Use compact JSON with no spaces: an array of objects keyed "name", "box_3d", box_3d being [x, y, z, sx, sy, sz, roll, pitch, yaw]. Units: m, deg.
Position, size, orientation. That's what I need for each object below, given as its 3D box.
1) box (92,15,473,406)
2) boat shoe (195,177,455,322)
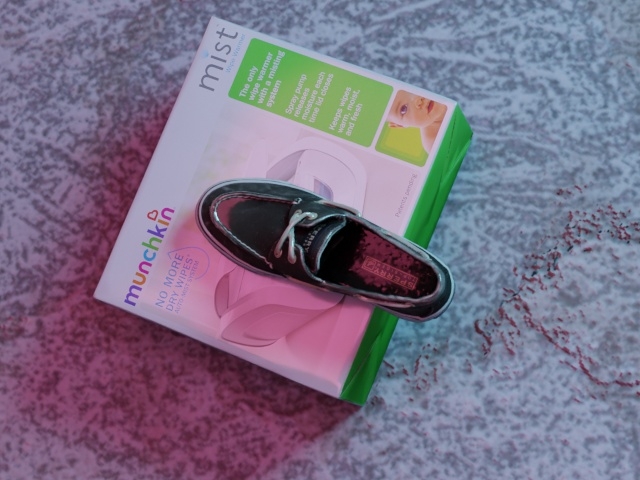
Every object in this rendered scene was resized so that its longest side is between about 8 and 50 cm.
[{"name":"box","box_3d":[-0.027,-0.023,1.312,0.231,0.127,0.262,22,86,14]},{"name":"boat shoe","box_3d":[0.000,0.000,1.200,0.219,0.070,0.078,19,85,14]}]
